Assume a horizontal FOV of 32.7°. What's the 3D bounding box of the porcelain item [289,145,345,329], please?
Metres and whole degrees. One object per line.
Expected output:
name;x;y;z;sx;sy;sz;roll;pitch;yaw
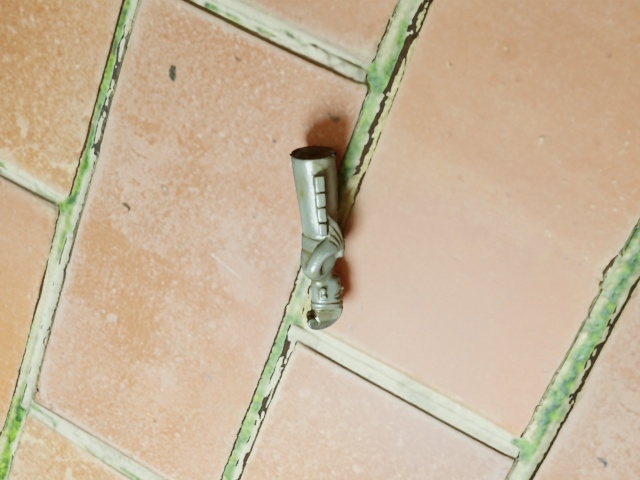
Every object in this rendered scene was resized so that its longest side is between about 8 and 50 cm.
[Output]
porcelain item;0.000;0.000;1.272;0.054;0.084;0.213;-6;106;-3
